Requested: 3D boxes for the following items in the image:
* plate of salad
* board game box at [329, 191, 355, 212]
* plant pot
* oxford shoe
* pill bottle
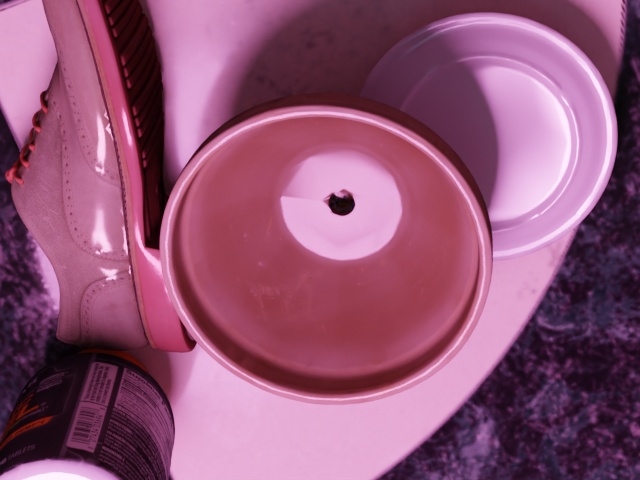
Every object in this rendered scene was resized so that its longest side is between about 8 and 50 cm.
[{"bbox_3d":[0.123,-0.078,1.205,0.200,0.048,0.200,2,113,4],"label":"plate of salad"},{"bbox_3d":[0.000,0.000,1.253,0.090,0.020,0.090,-33,107,12],"label":"board game box"},{"bbox_3d":[0.008,-0.007,1.164,0.237,0.110,0.237,3,117,6],"label":"plant pot"},{"bbox_3d":[-0.180,-0.069,1.182,0.130,0.123,0.348,-6,109,9],"label":"oxford shoe"},{"bbox_3d":[-0.178,0.167,1.199,0.130,0.245,0.130,0,109,0],"label":"pill bottle"}]
